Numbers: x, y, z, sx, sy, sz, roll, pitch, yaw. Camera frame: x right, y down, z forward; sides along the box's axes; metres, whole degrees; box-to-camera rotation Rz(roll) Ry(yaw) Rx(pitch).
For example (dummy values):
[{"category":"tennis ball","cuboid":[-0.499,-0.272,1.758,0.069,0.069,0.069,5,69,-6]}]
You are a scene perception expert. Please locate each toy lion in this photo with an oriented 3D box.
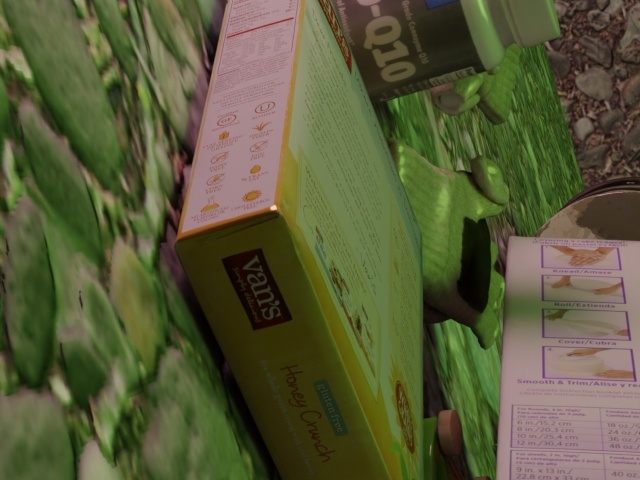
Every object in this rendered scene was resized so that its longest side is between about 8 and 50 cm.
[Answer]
[{"category":"toy lion","cuboid":[0.066,0.152,0.871,0.096,0.034,0.100,-83,155,-43]}]

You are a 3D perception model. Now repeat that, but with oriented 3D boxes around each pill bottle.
[{"category":"pill bottle","cuboid":[0.052,-0.119,0.883,0.078,0.137,0.078,-16,90,-77]}]

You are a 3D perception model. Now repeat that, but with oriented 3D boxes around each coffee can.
[{"category":"coffee can","cuboid":[0.291,0.047,1.574,0.275,0.201,0.202,-22,96,-77]}]

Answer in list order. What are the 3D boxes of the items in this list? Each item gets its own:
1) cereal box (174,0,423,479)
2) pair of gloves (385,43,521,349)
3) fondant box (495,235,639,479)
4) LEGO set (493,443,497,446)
[{"category":"cereal box","cuboid":[0.000,0.000,0.719,0.240,0.047,0.173,-86,157,-58]},{"category":"pair of gloves","cuboid":[0.089,-0.068,1.025,0.204,0.042,0.240,48,50,-62]},{"category":"fondant box","cuboid":[0.143,0.162,0.902,0.330,0.096,0.238,-73,162,-69]},{"category":"LEGO set","cuboid":[0.145,0.178,1.186,0.054,0.023,0.083,-89,159,-53]}]
